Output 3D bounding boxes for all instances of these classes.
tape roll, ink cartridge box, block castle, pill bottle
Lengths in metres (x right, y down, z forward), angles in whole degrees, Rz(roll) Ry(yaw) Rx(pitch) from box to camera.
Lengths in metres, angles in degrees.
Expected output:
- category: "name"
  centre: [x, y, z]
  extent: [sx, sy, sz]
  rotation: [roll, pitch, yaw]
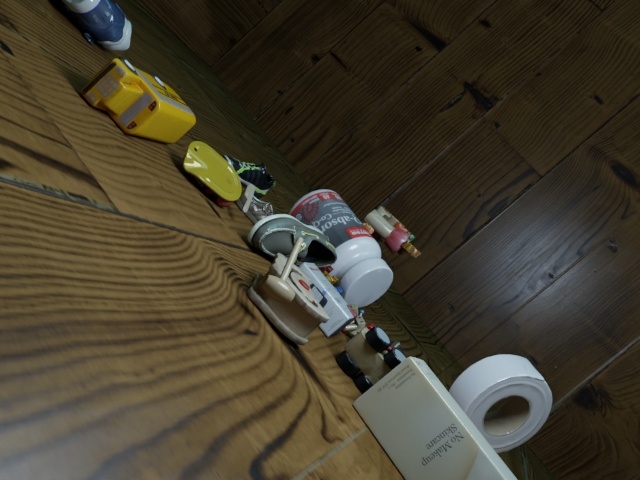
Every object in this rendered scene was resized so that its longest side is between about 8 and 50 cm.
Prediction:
- category: "tape roll"
  centre: [0.502, 0.461, 1.845]
  extent: [0.286, 0.286, 0.100]
  rotation: [45, 8, -30]
- category: "ink cartridge box"
  centre: [0.002, 0.144, 1.612]
  extent: [0.175, 0.072, 0.127]
  rotation: [50, 7, 11]
- category: "block castle"
  centre: [0.201, 0.062, 2.358]
  extent: [0.213, 0.303, 0.453]
  rotation: [43, 6, 9]
- category: "pill bottle"
  centre: [0.059, 0.024, 2.043]
  extent: [0.363, 0.210, 0.210]
  rotation: [53, 8, 36]

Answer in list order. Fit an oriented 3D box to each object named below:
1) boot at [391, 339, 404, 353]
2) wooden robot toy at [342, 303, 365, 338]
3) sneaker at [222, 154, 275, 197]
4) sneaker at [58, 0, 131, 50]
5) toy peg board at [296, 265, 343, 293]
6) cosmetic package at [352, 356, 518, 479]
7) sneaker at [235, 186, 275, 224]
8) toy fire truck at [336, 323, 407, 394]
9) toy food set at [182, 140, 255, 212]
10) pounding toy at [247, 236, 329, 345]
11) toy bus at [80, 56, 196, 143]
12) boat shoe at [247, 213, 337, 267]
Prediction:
- category: "boot"
  centre: [0.233, 0.362, 1.878]
  extent: [0.137, 0.077, 0.198]
  rotation: [56, 10, 15]
- category: "wooden robot toy"
  centre: [0.090, 0.243, 1.760]
  extent: [0.173, 0.076, 0.079]
  rotation: [-115, -162, -66]
- category: "sneaker"
  centre: [-0.227, -0.225, 2.099]
  extent: [0.084, 0.097, 0.235]
  rotation: [53, 8, 35]
- category: "sneaker"
  centre: [-0.644, -0.652, 1.828]
  extent: [0.323, 0.130, 0.236]
  rotation: [47, -4, 31]
- category: "toy peg board"
  centre: [0.009, 0.106, 1.843]
  extent: [0.160, 0.079, 0.161]
  rotation: [50, 8, 10]
- category: "cosmetic package"
  centre: [0.223, 0.396, 1.272]
  extent: [0.309, 0.160, 0.113]
  rotation: [51, 8, 27]
- category: "sneaker"
  centre: [-0.151, -0.066, 1.816]
  extent: [0.188, 0.071, 0.066]
  rotation: [47, 7, -13]
- category: "toy fire truck"
  centre: [0.155, 0.300, 1.535]
  extent: [0.217, 0.158, 0.246]
  rotation: [49, 17, 7]
- category: "toy food set"
  centre: [-0.265, -0.144, 1.612]
  extent: [0.218, 0.071, 0.128]
  rotation: [42, 33, -32]
- category: "pounding toy"
  centre: [-0.038, 0.095, 1.299]
  extent: [0.154, 0.155, 0.269]
  rotation: [43, 8, -7]
- category: "toy bus"
  centre: [-0.394, -0.301, 1.460]
  extent: [0.130, 0.108, 0.333]
  rotation: [50, 7, 1]
- category: "boat shoe"
  centre: [-0.061, 0.010, 1.651]
  extent: [0.091, 0.109, 0.305]
  rotation: [45, 17, 29]
